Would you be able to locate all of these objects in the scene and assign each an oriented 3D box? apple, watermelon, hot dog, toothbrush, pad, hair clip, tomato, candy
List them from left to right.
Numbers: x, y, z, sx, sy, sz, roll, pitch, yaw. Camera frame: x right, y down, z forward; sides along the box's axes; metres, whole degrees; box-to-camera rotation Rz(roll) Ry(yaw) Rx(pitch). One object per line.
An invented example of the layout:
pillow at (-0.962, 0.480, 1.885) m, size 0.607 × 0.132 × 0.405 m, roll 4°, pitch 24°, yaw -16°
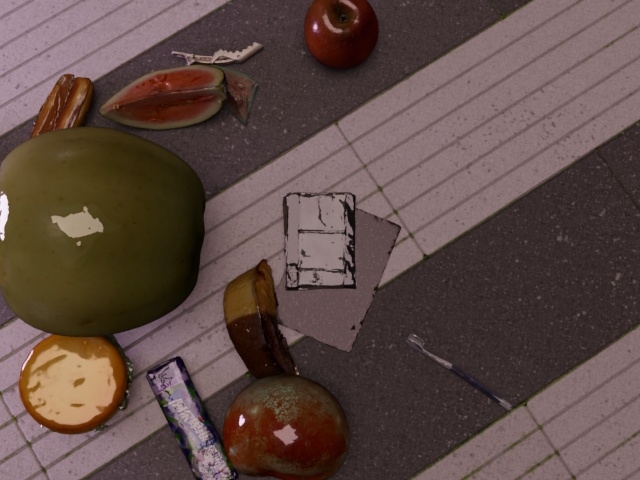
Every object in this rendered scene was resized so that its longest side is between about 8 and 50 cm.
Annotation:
hot dog at (-0.625, -0.272, 1.883) m, size 0.115 × 0.072 × 0.268 m, roll 24°, pitch 83°, yaw 2°
apple at (-0.458, -0.020, 1.663) m, size 0.474 × 0.473 × 0.473 m, roll 0°, pitch 81°, yaw -1°
watermelon at (-0.346, -0.321, 1.872) m, size 0.304 × 0.159 × 0.128 m, roll -8°, pitch 123°, yaw 10°
candy at (-0.290, 0.416, 1.785) m, size 0.088 × 0.061 × 0.312 m, roll -27°, pitch 82°, yaw -7°
hair clip at (-0.247, -0.440, 1.935) m, size 0.226 × 0.034 × 0.072 m, roll -7°, pitch 85°, yaw -4°
watermelon at (-0.213, -0.373, 1.908) m, size 0.155 × 0.080 × 0.101 m, roll 36°, pitch 78°, yaw 14°
tomato at (-0.071, 0.394, 1.690) m, size 0.270 × 0.270 × 0.222 m, roll 2°, pitch 66°, yaw 0°
pad at (0.000, 0.000, 1.871) m, size 0.174 × 0.022 × 0.232 m, roll -2°, pitch 82°, yaw -2°
pad at (0.032, 0.074, 1.872) m, size 0.220 × 0.004 × 0.330 m, roll 23°, pitch 81°, yaw 3°
apple at (0.051, -0.501, 1.883) m, size 0.181 × 0.168 × 0.180 m, roll 1°, pitch 80°, yaw -6°
toothbrush at (0.320, 0.304, 1.832) m, size 0.288 × 0.024 × 0.026 m, roll 34°, pitch 68°, yaw 5°

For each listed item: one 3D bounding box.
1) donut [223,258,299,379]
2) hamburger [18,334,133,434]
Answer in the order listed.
donut at (-0.149, 0.195, 1.782) m, size 0.112 × 0.151 × 0.294 m, roll -20°, pitch 81°, yaw 16°
hamburger at (-0.532, 0.312, 1.744) m, size 0.246 × 0.170 × 0.245 m, roll 3°, pitch 72°, yaw -10°
